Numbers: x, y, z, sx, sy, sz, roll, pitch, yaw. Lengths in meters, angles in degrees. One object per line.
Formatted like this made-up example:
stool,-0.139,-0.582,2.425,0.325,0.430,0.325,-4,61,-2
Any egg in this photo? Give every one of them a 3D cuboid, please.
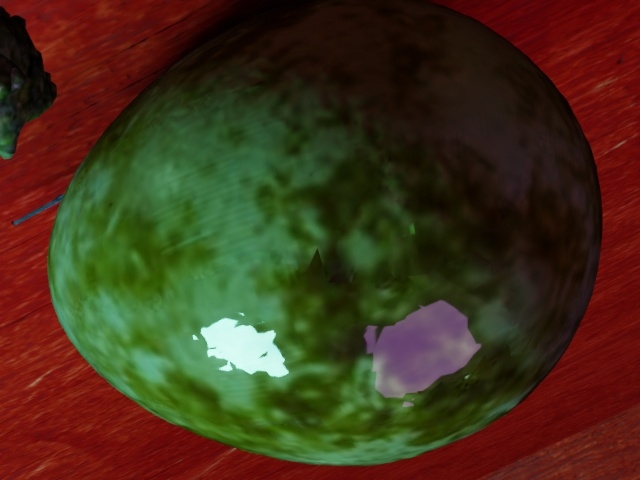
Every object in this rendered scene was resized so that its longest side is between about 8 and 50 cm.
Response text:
egg,0.000,0.000,0.757,0.289,0.238,0.238,-17,163,17

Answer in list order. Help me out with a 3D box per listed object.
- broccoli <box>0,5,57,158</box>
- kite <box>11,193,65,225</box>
broccoli,-0.198,-0.055,0.473,0.198,0.226,0.176,-16,118,9
kite,-0.092,-0.036,0.892,0.160,0.010,0.183,-31,162,10
